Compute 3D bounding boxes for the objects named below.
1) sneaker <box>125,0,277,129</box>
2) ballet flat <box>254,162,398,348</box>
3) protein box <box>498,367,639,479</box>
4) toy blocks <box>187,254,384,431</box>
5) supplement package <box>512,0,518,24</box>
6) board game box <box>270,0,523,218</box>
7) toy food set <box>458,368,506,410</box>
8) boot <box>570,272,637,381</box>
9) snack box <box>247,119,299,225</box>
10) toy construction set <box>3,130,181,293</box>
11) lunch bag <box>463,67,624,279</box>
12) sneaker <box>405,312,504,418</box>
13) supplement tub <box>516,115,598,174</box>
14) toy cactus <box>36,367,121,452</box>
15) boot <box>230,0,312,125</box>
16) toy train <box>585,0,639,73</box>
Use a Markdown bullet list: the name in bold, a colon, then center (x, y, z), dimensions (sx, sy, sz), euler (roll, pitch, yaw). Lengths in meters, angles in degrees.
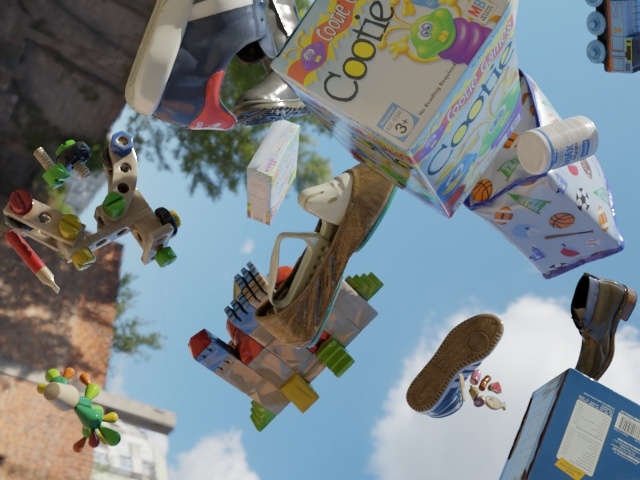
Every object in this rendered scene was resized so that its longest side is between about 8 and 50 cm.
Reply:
- **sneaker**: center (-0.107, -0.295, 0.914), dimensions (0.131, 0.148, 0.350), euler (17, -92, 68)
- **ballet flat**: center (0.000, 0.000, 1.154), dimensions (0.342, 0.124, 0.116), euler (-62, -159, 11)
- **protein box**: center (0.372, 0.323, 1.058), dimensions (0.201, 0.199, 0.136), euler (-59, 174, -26)
- **toy blocks**: center (-0.080, 0.153, 1.477), dimensions (0.381, 0.261, 0.191), euler (-45, -145, 2)
- **supplement package**: center (0.216, -0.488, 1.280), dimensions (0.198, 0.199, 0.263), euler (10, -88, 34)
- **board game box**: center (0.089, -0.138, 0.725), dimensions (0.144, 0.142, 0.275), euler (-55, 161, 2)
- **toy food set**: center (0.325, 0.293, 1.523), dimensions (0.019, 0.122, 0.078), euler (-32, -126, 44)
- **boot**: center (0.491, 0.167, 1.426), dimensions (0.219, 0.106, 0.082), euler (-64, -166, -6)
- **snack box**: center (-0.116, -0.166, 1.881), dimensions (0.207, 0.070, 0.174), euler (96, 16, -58)
- **toy construction set**: center (-0.386, -0.006, 1.314), dimensions (0.309, 0.237, 0.257), euler (-40, 179, 34)
- **lunch bag**: center (0.471, -0.164, 1.698), dimensions (0.239, 0.328, 0.385), euler (-25, -137, 35)
- **sneaker**: center (0.319, 0.293, 1.767), dimensions (0.282, 0.153, 0.099), euler (-46, -123, -2)
- **supplement tub**: center (0.364, -0.147, 1.184), dimensions (0.071, 0.107, 0.071), euler (52, -27, 42)
- **toy cactus**: center (-0.471, 0.310, 1.451), dimensions (0.112, 0.180, 0.219), euler (-38, -117, -7)
- **boot**: center (-0.079, -0.269, 1.055), dimensions (0.076, 0.189, 0.209), euler (-16, -87, 40)
- **toy train**: center (0.510, -0.373, 1.304), dimensions (0.105, 0.080, 0.184), euler (26, -47, 54)
